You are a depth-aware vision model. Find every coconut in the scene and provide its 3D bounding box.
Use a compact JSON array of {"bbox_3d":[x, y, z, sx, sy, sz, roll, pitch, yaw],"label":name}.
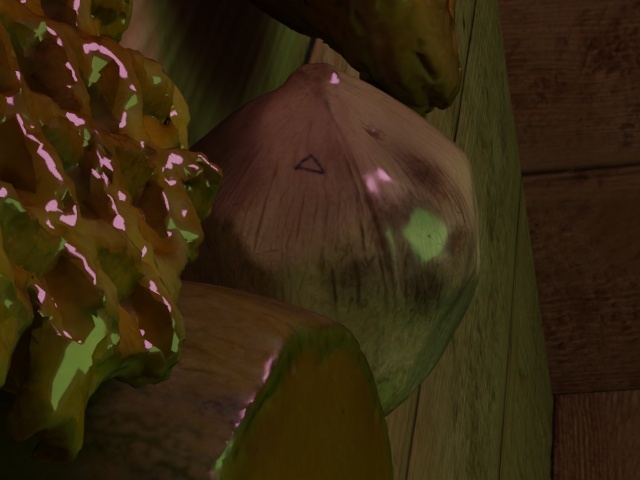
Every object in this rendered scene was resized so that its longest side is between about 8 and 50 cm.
[{"bbox_3d":[0.000,0.000,1.053,0.224,0.224,0.224,-5,90,-78],"label":"coconut"}]

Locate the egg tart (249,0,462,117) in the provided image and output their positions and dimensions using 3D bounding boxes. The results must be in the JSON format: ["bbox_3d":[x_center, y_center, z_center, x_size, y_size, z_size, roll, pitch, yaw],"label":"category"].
[{"bbox_3d":[0.000,-0.302,1.221,0.443,0.178,0.443,-7,90,-78],"label":"egg tart"}]

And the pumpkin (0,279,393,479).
[{"bbox_3d":[-0.077,0.156,0.644,0.332,0.199,0.332,-8,90,-77],"label":"pumpkin"}]

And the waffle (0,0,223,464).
[{"bbox_3d":[-0.137,-0.088,0.526,0.302,0.068,0.325,52,13,-23],"label":"waffle"}]
